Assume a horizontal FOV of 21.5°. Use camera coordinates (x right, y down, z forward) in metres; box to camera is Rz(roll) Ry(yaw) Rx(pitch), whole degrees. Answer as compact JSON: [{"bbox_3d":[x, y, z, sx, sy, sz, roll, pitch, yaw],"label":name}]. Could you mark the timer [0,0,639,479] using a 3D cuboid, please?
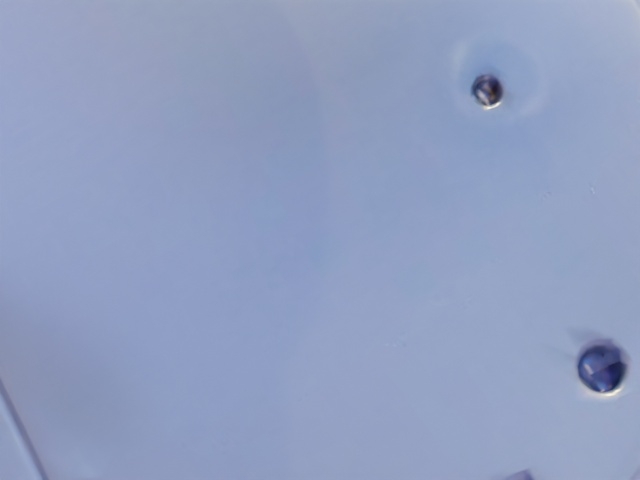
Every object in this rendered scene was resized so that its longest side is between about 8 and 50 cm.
[{"bbox_3d":[0.000,0.000,0.715,0.395,0.395,0.173,-9,-16,0],"label":"timer"}]
